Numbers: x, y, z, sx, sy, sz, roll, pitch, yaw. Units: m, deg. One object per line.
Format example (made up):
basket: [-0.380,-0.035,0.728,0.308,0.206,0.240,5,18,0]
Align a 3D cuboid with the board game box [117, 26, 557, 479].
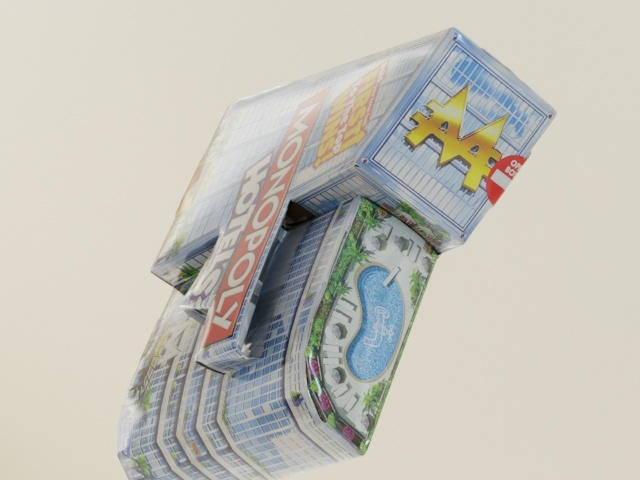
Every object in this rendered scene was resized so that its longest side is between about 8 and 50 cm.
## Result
board game box: [0.000,0.000,0.684,0.060,0.194,0.194,35,-34,-21]
